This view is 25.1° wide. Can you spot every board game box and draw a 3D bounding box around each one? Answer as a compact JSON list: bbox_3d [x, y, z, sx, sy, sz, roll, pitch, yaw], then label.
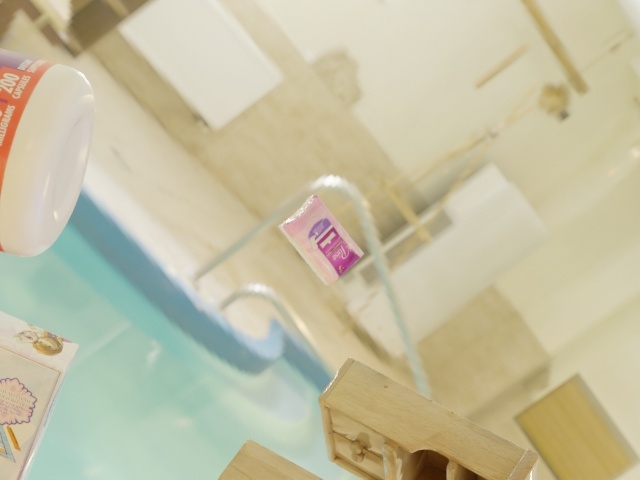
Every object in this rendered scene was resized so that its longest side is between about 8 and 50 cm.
[{"bbox_3d":[-0.469,0.191,1.607,0.319,0.318,0.066,24,25,-3],"label":"board game box"}]

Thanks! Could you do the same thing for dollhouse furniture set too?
[{"bbox_3d":[0.024,0.230,1.015,0.161,0.242,0.212,26,-29,23],"label":"dollhouse furniture set"}]

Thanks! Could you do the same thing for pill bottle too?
[{"bbox_3d":[-0.383,-0.107,1.323,0.323,0.181,0.181,15,9,2],"label":"pill bottle"}]

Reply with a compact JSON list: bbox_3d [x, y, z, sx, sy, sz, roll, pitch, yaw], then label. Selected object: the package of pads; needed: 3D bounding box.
[{"bbox_3d":[0.000,0.000,1.475,0.083,0.050,0.032,52,-23,-13],"label":"package of pads"}]
